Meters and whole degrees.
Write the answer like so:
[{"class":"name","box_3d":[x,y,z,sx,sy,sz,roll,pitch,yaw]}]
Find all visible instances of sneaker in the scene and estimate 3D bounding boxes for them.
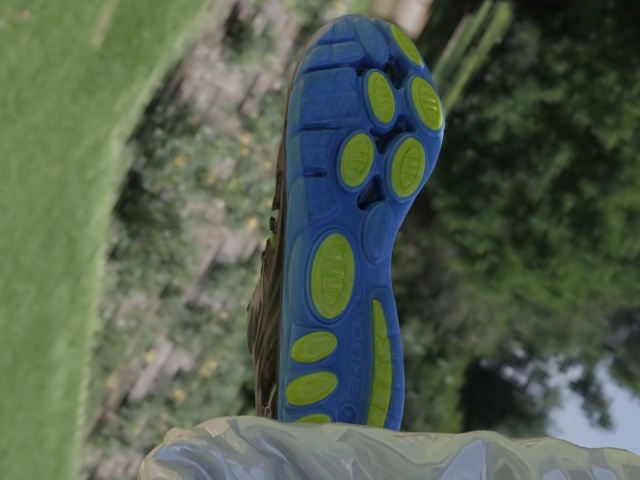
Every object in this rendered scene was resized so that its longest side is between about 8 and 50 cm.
[{"class":"sneaker","box_3d":[0.000,0.000,0.667,0.078,0.067,0.188,-17,-116,62]}]

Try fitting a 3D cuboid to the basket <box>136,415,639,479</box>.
[{"class":"basket","box_3d":[0.089,0.240,0.449,0.331,0.328,0.266,-75,169,-66]}]
